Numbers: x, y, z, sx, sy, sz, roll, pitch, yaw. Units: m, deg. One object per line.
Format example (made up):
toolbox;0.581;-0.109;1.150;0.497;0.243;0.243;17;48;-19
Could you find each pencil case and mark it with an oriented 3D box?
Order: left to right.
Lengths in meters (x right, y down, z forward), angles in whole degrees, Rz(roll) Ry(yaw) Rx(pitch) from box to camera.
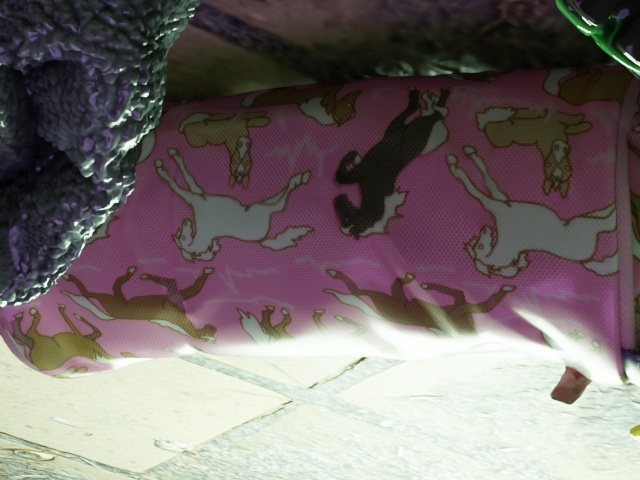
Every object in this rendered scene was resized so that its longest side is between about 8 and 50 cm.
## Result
pencil case;0.000;0.000;0.637;0.386;0.167;0.160;-1;176;25

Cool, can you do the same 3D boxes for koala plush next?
koala plush;-0.177;-0.105;0.451;0.221;0.196;0.203;15;147;-31

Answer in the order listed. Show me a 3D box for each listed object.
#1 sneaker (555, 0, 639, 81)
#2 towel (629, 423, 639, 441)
sneaker;0.145;-0.094;0.417;0.343;0.134;0.146;45;-176;-26
towel;0.303;0.109;0.704;0.102;0.021;0.237;27;152;-16
